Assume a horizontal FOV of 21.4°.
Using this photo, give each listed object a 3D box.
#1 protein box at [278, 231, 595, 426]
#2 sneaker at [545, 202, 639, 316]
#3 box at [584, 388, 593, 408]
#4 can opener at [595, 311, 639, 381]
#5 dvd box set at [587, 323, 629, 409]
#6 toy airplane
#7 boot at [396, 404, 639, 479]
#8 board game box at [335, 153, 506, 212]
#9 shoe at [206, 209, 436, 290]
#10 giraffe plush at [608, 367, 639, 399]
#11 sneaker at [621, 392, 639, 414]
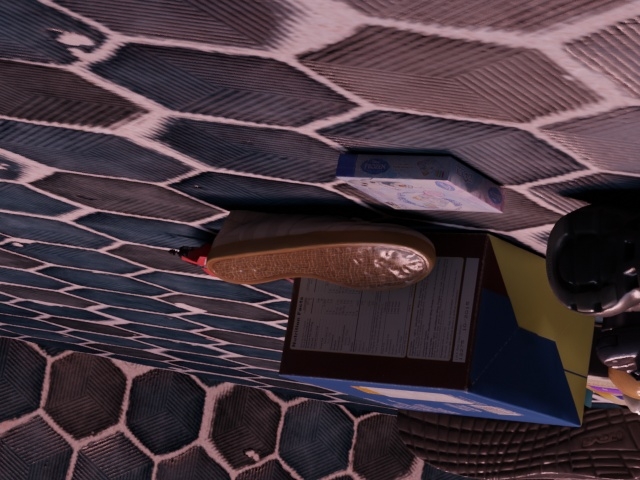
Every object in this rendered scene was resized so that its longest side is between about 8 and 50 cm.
[{"bbox_3d":[0.107,0.079,1.511,0.201,0.136,0.200,2,168,38],"label":"protein box"},{"bbox_3d":[0.269,0.007,1.135,0.106,0.101,0.267,-1,-177,-31],"label":"sneaker"},{"bbox_3d":[0.238,0.182,2.209,0.244,0.060,0.100,17,168,-37],"label":"box"},{"bbox_3d":[0.285,0.067,1.200,0.186,0.073,0.059,-4,167,28],"label":"can opener"},{"bbox_3d":[0.477,0.171,1.910,0.308,0.062,0.420,5,169,27],"label":"dvd box set"},{"bbox_3d":[-0.076,0.020,1.676,0.151,0.028,0.151,9,172,1],"label":"toy airplane"},{"bbox_3d":[0.277,0.256,2.110,0.338,0.118,0.223,10,172,20],"label":"boot"},{"bbox_3d":[0.072,-0.040,1.201,0.090,0.020,0.090,4,169,32],"label":"board game box"},{"bbox_3d":[0.000,0.000,1.432,0.219,0.058,0.076,-1,146,31],"label":"shoe"},{"bbox_3d":[0.300,0.083,1.316,0.170,0.210,0.181,24,144,9],"label":"giraffe plush"},{"bbox_3d":[0.405,0.133,1.580,0.262,0.121,0.099,8,171,9],"label":"sneaker"}]
